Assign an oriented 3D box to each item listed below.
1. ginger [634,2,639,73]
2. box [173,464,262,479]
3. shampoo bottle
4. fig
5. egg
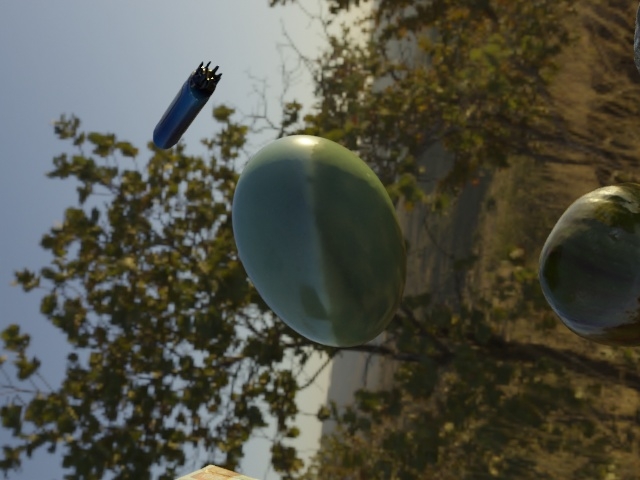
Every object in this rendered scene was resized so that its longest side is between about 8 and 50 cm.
[{"bbox_3d":[0.296,-0.147,0.666,0.173,0.051,0.069,0,-57,-50],"label":"ginger"},{"bbox_3d":[-0.114,0.240,0.692,0.220,0.122,0.032,-3,-82,-60],"label":"box"},{"bbox_3d":[-0.228,-0.237,1.429,0.183,0.050,0.087,-44,17,42],"label":"shampoo bottle"},{"bbox_3d":[0.279,0.039,0.718,0.148,0.142,0.186,43,-173,-29],"label":"fig"},{"bbox_3d":[0.000,0.000,0.860,0.168,0.168,0.231,76,170,-81],"label":"egg"}]
